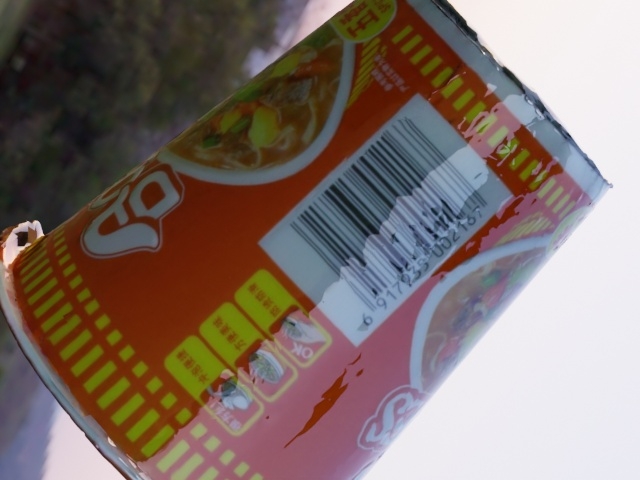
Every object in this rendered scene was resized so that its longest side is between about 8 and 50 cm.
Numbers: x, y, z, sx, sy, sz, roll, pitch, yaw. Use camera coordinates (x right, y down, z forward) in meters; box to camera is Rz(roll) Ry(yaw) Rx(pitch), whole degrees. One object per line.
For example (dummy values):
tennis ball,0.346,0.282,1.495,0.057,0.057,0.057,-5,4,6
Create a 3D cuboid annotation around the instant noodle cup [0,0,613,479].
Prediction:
instant noodle cup,0.000,0.000,0.734,0.212,0.193,0.193,-44,-172,7
